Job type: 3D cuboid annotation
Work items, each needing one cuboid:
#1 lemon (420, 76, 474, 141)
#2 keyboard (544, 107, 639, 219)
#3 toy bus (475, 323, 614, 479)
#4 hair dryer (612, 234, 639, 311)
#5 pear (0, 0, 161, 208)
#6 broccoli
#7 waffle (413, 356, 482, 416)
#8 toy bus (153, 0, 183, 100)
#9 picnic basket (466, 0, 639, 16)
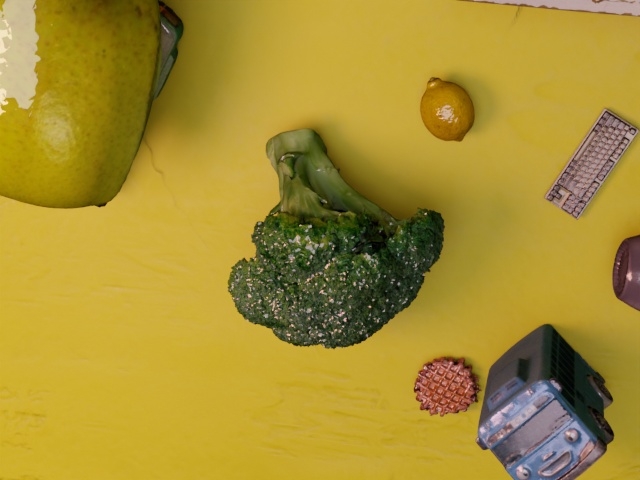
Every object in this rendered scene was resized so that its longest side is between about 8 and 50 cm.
[{"bbox_3d":[0.147,-0.153,1.540,0.062,0.062,0.083,-25,101,15],"label":"lemon"},{"bbox_3d":[0.319,-0.089,1.551,0.049,0.015,0.129,33,108,0],"label":"keyboard"},{"bbox_3d":[0.256,0.194,1.524,0.116,0.234,0.133,-41,93,17],"label":"toy bus"},{"bbox_3d":[0.508,-0.063,1.490,0.301,0.121,0.361,8,101,-1],"label":"hair dryer"},{"bbox_3d":[-0.328,-0.244,1.430,0.342,0.238,0.318,48,122,28],"label":"pear"},{"bbox_3d":[0.000,0.000,1.545,0.254,0.269,0.269,0,110,-35],"label":"broccoli"},{"bbox_3d":[0.158,0.182,1.643,0.083,0.029,0.075,-10,106,9],"label":"waffle"},{"bbox_3d":[-0.256,-0.176,1.592,0.109,0.091,0.262,26,109,-9],"label":"toy bus"},{"bbox_3d":[0.268,-0.323,1.420,0.266,0.165,0.139,6,105,7],"label":"picnic basket"}]
